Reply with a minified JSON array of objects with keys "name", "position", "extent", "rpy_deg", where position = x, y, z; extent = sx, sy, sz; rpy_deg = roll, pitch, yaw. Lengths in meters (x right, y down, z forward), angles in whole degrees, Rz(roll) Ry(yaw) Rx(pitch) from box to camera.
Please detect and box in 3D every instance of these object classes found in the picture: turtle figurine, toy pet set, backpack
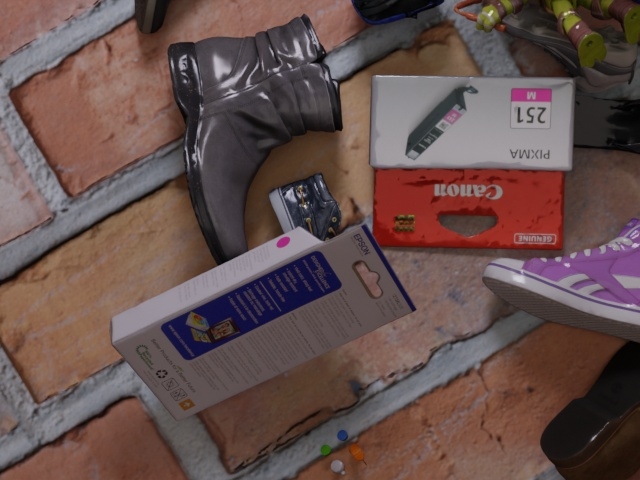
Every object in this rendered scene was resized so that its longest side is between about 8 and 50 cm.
[{"name":"turtle figurine","position":[0.330,-0.326,1.731],"extent":[0.270,0.217,0.087],"rpy_deg":[-21,134,-20]},{"name":"toy pet set","position":[0.029,0.350,1.832],"extent":[0.122,0.065,0.114],"rpy_deg":[-41,55,-2]},{"name":"backpack","position":[0.100,-0.342,1.793],"extent":[0.120,0.101,0.098],"rpy_deg":[-20,88,5]}]

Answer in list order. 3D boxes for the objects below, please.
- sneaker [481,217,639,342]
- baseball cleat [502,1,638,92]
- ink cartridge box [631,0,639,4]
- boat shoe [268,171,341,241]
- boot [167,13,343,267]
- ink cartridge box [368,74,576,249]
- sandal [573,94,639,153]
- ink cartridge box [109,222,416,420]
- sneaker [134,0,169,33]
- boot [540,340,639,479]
[{"name":"sneaker","position":[0.371,0.037,1.808],"extent":[0.282,0.102,0.161],"rpy_deg":[15,74,3]},{"name":"baseball cleat","position":[0.331,-0.259,1.806],"extent":[0.206,0.109,0.072],"rpy_deg":[24,52,26]},{"name":"ink cartridge box","position":[0.598,-0.398,1.762],"extent":[0.270,0.151,0.395],"rpy_deg":[23,89,1]},{"name":"boat shoe","position":[0.000,0.000,1.813],"extent":[0.083,0.065,0.183],"rpy_deg":[-23,88,5]},{"name":"boot","position":[-0.072,-0.136,1.770],"extent":[0.223,0.118,0.338],"rpy_deg":[-10,82,0]},{"name":"ink cartridge box","position":[0.203,-0.104,1.797],"extent":[0.275,0.060,0.238],"rpy_deg":[1,96,3]},{"name":"sandal","position":[0.441,-0.159,1.814],"extent":[0.255,0.054,0.097],"rpy_deg":[-3,90,1]},{"name":"ink cartridge box","position":[-0.075,0.099,1.747],"extent":[0.371,0.069,0.175],"rpy_deg":[-24,128,11]},{"name":"sneaker","position":[-0.178,-0.382,1.807],"extent":[0.118,0.083,0.222],"rpy_deg":[9,108,-26]},{"name":"boot","position":[0.444,0.224,1.813],"extent":[0.305,0.112,0.115],"rpy_deg":[-40,121,-4]}]
